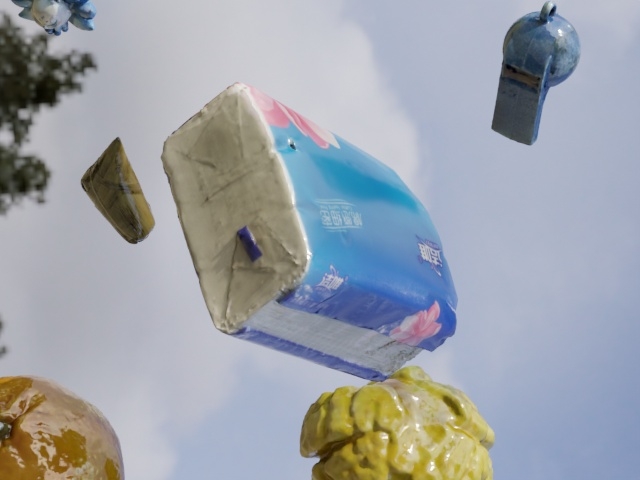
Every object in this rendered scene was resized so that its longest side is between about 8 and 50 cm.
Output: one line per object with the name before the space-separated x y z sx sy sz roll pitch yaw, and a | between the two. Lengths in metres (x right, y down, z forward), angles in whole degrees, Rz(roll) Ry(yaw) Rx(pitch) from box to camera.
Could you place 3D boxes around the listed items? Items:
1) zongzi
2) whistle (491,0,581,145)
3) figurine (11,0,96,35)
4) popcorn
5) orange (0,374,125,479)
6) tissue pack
zongzi | -0.156 -0.041 1.116 0.076 0.040 0.083 50 -38 -3
whistle | 0.233 -0.188 1.449 0.157 0.090 0.090 93 -26 -43
figurine | -0.324 -0.298 1.637 0.079 0.114 0.114 -63 -169 -28
popcorn | 0.091 0.250 1.595 0.203 0.226 0.200 101 -25 -80
orange | -0.304 0.240 1.351 0.219 0.219 0.193 37 -32 56
tissue pack | 0.000 0.000 1.219 0.137 0.270 0.209 -30 -119 22
